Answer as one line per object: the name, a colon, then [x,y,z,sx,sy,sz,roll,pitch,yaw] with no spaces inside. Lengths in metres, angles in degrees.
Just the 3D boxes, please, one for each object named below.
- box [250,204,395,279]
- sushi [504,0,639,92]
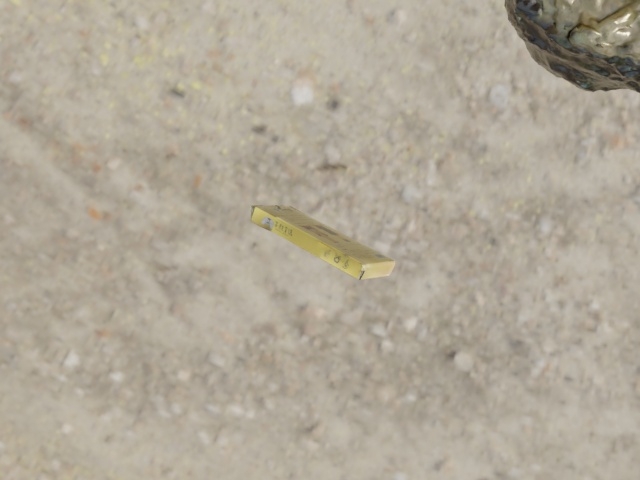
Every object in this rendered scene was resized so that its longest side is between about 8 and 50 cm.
box: [0.000,0.000,1.329,0.149,0.073,0.020,29,106,26]
sushi: [0.336,-0.222,1.179,0.350,0.211,0.171,18,179,18]
